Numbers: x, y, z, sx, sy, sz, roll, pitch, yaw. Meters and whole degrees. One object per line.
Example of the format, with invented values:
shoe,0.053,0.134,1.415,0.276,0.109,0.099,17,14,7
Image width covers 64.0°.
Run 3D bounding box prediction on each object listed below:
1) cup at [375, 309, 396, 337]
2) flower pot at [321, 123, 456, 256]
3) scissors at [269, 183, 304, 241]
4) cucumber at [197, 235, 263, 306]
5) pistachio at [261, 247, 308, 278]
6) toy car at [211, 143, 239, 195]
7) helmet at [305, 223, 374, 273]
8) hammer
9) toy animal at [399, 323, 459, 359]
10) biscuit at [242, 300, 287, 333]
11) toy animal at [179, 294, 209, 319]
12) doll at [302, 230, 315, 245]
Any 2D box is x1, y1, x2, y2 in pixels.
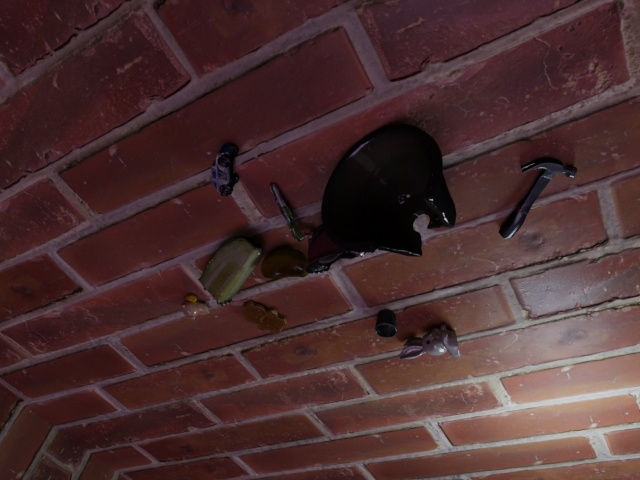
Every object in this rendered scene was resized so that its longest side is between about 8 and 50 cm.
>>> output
cup,0.244,0.313,1.895,0.078,0.077,0.100,0,129,11
flower pot,0.216,-0.108,1.430,0.379,0.379,0.251,-31,139,30
scissors,-0.111,-0.090,1.641,0.027,0.101,0.204,-30,109,-11
cucumber,-0.301,0.083,1.797,0.145,0.105,0.325,46,128,8
pistachio,-0.116,0.078,1.761,0.189,0.100,0.110,-6,106,26
toy car,-0.292,-0.210,1.562,0.071,0.080,0.170,11,131,4
helmet,0.059,-0.005,1.587,0.254,0.154,0.198,-8,161,-25
hammer,0.602,-0.116,1.499,0.137,0.037,0.289,18,130,-5
toy animal,0.397,0.379,1.903,0.221,0.103,0.130,-7,129,15
biscuit,-0.222,0.302,2.007,0.184,0.027,0.133,18,131,-2
toy animal,-0.501,0.276,2.002,0.114,0.082,0.091,41,126,-23
doll,0.000,0.000,1.687,0.127,0.073,0.084,33,122,-23
